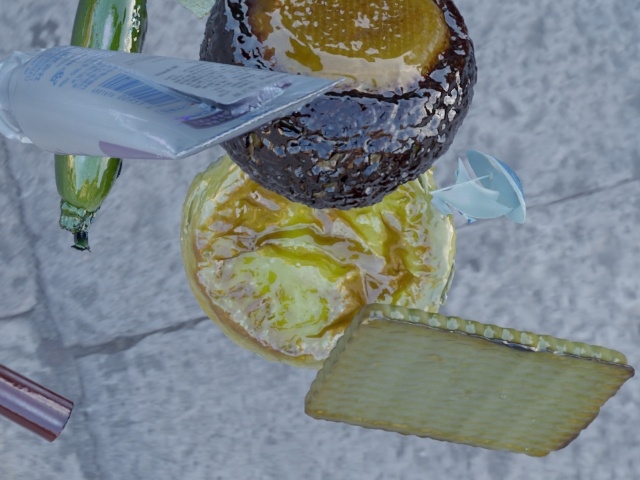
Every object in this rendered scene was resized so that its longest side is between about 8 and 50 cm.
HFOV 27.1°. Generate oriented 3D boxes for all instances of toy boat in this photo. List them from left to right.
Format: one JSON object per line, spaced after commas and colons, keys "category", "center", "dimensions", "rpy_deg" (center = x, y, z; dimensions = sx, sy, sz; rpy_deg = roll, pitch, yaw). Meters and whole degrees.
{"category": "toy boat", "center": [0.190, -0.051, 1.519], "dimensions": [0.105, 0.034, 0.149], "rpy_deg": [40, 36, 2]}

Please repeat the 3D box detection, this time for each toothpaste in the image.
{"category": "toothpaste", "center": [-0.115, -0.083, 0.820], "dimensions": [0.114, 0.299, 0.073], "rpy_deg": [-26, 113, -32]}

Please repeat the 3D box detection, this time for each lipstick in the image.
{"category": "lipstick", "center": [-0.216, 0.058, 0.715], "dimensions": [0.176, 0.027, 0.027], "rpy_deg": [31, 71, -16]}

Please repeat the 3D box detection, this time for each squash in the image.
{"category": "squash", "center": [-0.252, -0.148, 1.491], "dimensions": [0.087, 0.087, 0.331], "rpy_deg": [8, 99, -21]}

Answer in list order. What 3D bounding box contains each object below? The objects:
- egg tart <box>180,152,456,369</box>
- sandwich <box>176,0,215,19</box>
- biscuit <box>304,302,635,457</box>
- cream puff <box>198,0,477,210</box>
{"category": "egg tart", "center": [-0.001, 0.000, 1.597], "dimensions": [0.341, 0.132, 0.341], "rpy_deg": [4, 112, 10]}
{"category": "sandwich", "center": [-0.148, -0.334, 1.671], "dimensions": [0.093, 0.036, 0.105], "rpy_deg": [-14, 122, 11]}
{"category": "biscuit", "center": [0.128, 0.125, 1.164], "dimensions": [0.254, 0.172, 0.029], "rpy_deg": [13, 49, -15]}
{"category": "cream puff", "center": [0.011, -0.135, 1.124], "dimensions": [0.239, 0.165, 0.239], "rpy_deg": [5, 53, -7]}
